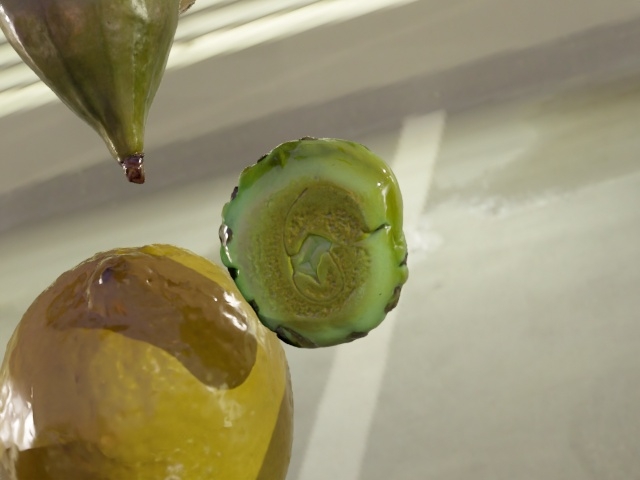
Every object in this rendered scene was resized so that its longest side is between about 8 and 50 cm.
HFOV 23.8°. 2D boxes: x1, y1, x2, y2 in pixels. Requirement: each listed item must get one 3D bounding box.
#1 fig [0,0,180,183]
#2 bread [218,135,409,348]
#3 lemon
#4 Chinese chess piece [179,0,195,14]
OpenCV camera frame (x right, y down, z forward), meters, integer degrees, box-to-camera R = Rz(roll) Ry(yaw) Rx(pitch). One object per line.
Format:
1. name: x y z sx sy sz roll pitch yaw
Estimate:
1. fig: -0.134 -0.143 1.009 0.126 0.185 0.133 -41 -6 -3
2. bread: 0.000 0.000 1.004 0.130 0.139 0.071 -22 10 14
3. lemon: -0.131 0.136 1.132 0.263 0.236 0.236 -55 -1 38
4. Chinese chess piece: -0.169 -0.282 1.306 0.250 0.250 0.103 -31 66 -22
